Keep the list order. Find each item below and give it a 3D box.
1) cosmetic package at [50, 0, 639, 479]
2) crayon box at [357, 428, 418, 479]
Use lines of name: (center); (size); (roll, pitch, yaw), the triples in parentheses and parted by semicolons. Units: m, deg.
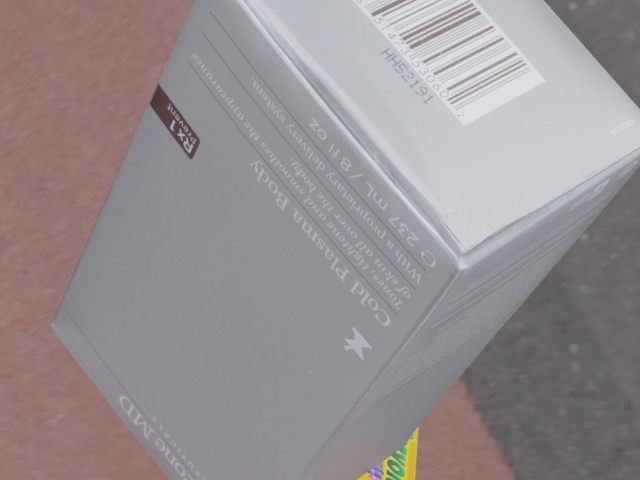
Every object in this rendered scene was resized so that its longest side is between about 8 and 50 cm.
cosmetic package: (0.000, 0.000, 0.675); (0.107, 0.238, 0.127); (-31, 73, -36)
crayon box: (-0.011, 0.169, 1.563); (0.165, 0.278, 0.081); (35, 110, -9)
